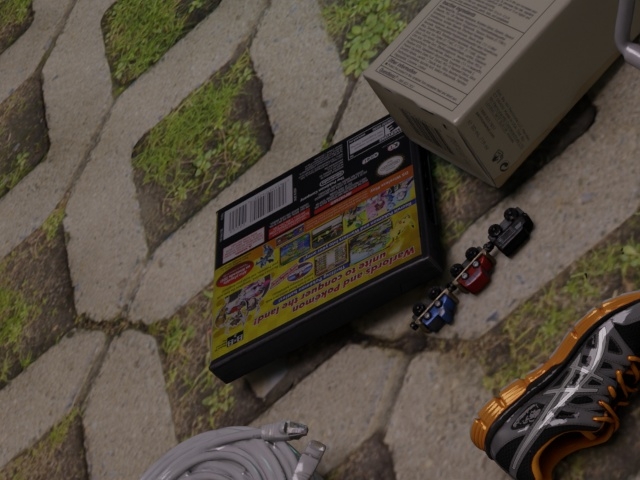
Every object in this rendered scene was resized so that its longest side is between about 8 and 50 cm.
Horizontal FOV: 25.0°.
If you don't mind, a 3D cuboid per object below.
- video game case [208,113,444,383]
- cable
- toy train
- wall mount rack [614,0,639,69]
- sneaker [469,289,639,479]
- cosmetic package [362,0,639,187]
[{"bbox_3d":[0.000,0.000,1.537,0.275,0.035,0.248,-28,38,23],"label":"video game case"},{"bbox_3d":[-0.101,0.299,1.368,0.257,0.089,0.257,-4,58,41],"label":"cable"},{"bbox_3d":[0.148,0.033,1.402,0.158,0.027,0.036,-46,50,2],"label":"toy train"},{"bbox_3d":[0.414,-0.173,1.112,0.304,0.130,0.350,31,59,28],"label":"wall mount rack"},{"bbox_3d":[0.229,0.126,1.220,0.215,0.084,0.083,-44,53,11],"label":"sneaker"},{"bbox_3d":[0.210,-0.220,1.451,0.309,0.113,0.160,-46,43,-7],"label":"cosmetic package"}]
